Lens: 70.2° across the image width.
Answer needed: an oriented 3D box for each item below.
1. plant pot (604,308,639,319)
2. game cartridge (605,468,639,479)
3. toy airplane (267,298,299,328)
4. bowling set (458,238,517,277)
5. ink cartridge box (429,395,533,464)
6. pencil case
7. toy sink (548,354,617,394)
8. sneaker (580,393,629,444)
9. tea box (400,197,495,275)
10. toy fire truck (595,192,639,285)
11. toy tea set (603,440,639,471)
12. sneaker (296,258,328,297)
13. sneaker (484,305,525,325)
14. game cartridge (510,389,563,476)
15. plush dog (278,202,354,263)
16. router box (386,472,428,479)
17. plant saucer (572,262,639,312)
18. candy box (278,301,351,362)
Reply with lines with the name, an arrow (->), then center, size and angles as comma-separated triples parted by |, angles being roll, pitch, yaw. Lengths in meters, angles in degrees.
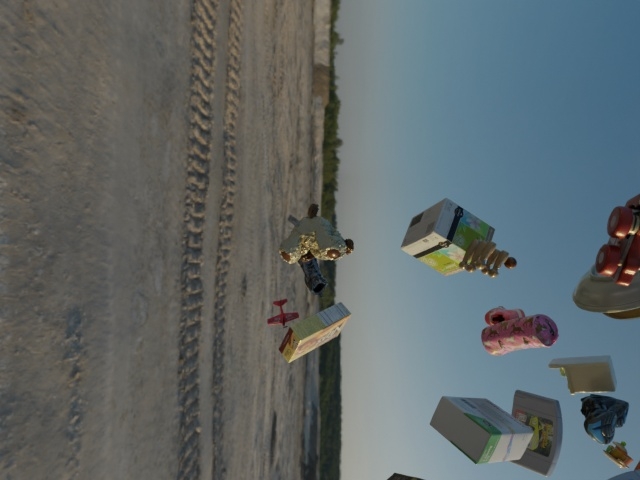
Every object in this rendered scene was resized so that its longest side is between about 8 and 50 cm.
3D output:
plant pot -> 1.194, 0.222, 1.749 | 0.032, 0.236, 0.236 | 50, 16, -17
game cartridge -> 0.703, 0.641, 1.017 | 0.062, 0.297, 0.198 | 88, -23, -44
toy airplane -> -0.174, 0.325, 2.039 | 0.028, 0.151, 0.151 | -156, -115, -65
bowling set -> 0.738, 0.105, 1.973 | 0.154, 0.200, 0.287 | -60, 175, 4
ink cartridge box -> 0.539, 0.627, 1.522 | 0.201, 0.278, 0.117 | 29, -81, 52
pencil case -> 0.990, 0.477, 2.286 | 0.386, 0.167, 0.160 | 136, -41, -60
toy sink -> 1.143, 0.588, 1.987 | 0.153, 0.234, 0.131 | 2, 77, -55
sneaker -> 1.041, 0.664, 1.717 | 0.140, 0.341, 0.125 | 14, -84, 45
tea box -> 0.658, -0.007, 2.380 | 0.220, 0.324, 0.329 | -65, -169, -23
toy fire truck -> 0.994, -0.010, 1.472 | 0.254, 0.169, 0.302 | -46, 145, -67
toy tea set -> 1.228, 0.854, 1.745 | 0.124, 0.200, 0.336 | -51, -171, 2
sneaker -> -0.036, 0.141, 2.112 | 0.153, 0.101, 0.268 | -134, -156, -60
sneaker -> 0.981, 0.422, 2.518 | 0.314, 0.136, 0.115 | 141, -54, -72
game cartridge -> 0.865, 0.773, 1.834 | 0.196, 0.060, 0.294 | 1, -103, 48
plush dog -> 0.000, 0.000, 1.716 | 0.225, 0.263, 0.210 | 46, 44, -57
router box -> 0.192, 0.794, 1.279 | 0.081, 0.309, 0.243 | 63, -31, 4
plant saucer -> 1.140, 0.125, 1.710 | 0.100, 0.401, 0.400 | 61, 4, -6
candy box -> -0.022, 0.410, 2.052 | 0.087, 0.316, 0.183 | 48, -46, 24
